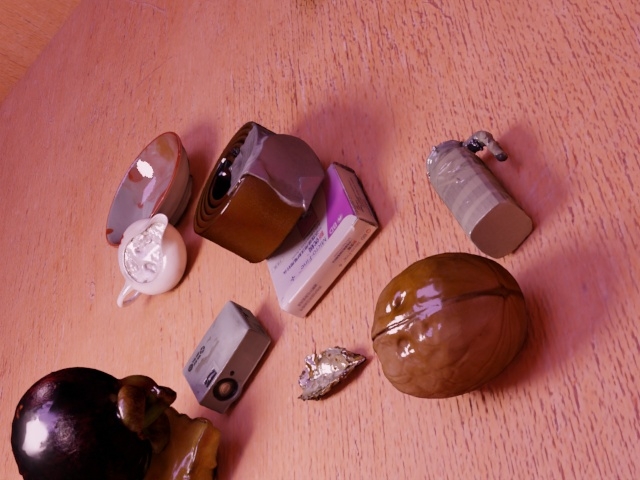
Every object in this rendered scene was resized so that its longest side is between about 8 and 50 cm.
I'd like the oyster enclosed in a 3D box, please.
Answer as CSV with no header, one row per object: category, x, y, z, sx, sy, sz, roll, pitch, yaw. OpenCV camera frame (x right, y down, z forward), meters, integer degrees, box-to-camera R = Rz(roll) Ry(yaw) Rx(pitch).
oyster,0.012,0.192,1.711,0.132,0.029,0.086,0,71,54

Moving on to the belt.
belt,-0.104,-0.080,1.975,0.217,0.122,0.338,-60,14,2

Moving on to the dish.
dish,-0.325,-0.086,2.430,0.260,0.085,0.260,-39,34,33

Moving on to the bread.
bread,-0.221,0.380,1.866,0.161,0.088,0.233,6,73,64

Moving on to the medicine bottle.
medicine bottle,0.000,0.000,1.874,0.201,0.052,0.171,-51,30,21

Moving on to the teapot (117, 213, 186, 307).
teapot,-0.318,0.037,2.283,0.145,0.092,0.226,39,115,23

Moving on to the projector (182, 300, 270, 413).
projector,-0.148,0.187,1.934,0.147,0.061,0.115,-57,28,8

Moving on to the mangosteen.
mangosteen,-0.334,0.289,1.831,0.265,0.228,0.228,-26,37,6

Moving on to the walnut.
walnut,0.149,0.101,1.441,0.207,0.167,0.167,-32,40,44

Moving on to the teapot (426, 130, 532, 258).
teapot,0.209,-0.073,1.578,0.107,0.077,0.200,-49,31,14
